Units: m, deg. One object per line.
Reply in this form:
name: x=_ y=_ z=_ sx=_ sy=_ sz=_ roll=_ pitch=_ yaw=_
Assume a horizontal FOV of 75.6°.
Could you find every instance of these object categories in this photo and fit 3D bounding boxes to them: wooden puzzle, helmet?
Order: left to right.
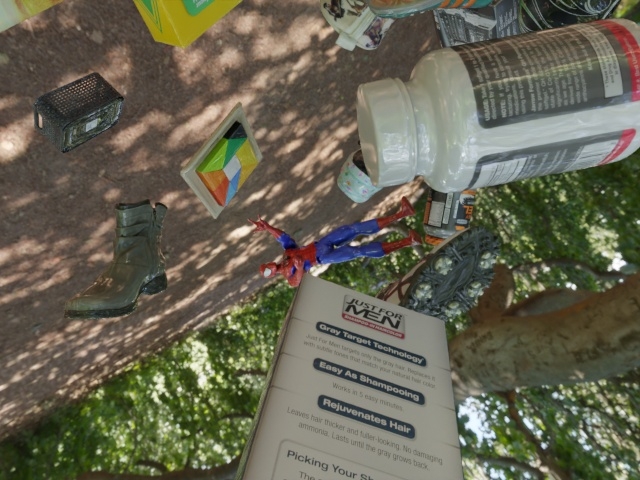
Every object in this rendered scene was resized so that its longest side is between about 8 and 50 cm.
wooden puzzle: x=-0.225 y=-0.185 z=1.014 sx=0.221 sy=0.044 sz=0.239 roll=-57 pitch=165 yaw=-18
helmet: x=0.452 y=-0.441 z=0.764 sx=0.169 sy=0.161 sz=0.169 roll=-45 pitch=164 yaw=-17

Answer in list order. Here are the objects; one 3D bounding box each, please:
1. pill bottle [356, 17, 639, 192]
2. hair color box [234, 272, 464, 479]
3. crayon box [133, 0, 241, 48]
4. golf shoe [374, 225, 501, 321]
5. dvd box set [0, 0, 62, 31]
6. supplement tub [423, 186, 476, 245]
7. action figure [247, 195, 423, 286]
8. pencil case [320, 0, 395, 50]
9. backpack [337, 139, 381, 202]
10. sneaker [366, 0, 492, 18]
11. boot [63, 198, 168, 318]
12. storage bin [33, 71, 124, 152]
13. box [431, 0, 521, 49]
pill bottle: x=0.213 y=-0.158 z=0.521 sx=0.317 sy=0.177 sz=0.176 roll=-10 pitch=167 yaw=-1
hair color box: x=0.020 y=0.196 z=0.350 sx=0.347 sy=0.173 sz=0.105 roll=-74 pitch=-175 yaw=-54
crayon box: x=-0.222 y=-0.596 z=0.741 sx=0.363 sy=0.106 sz=0.313 roll=-52 pitch=152 yaw=-22
golf shoe: x=0.136 y=0.078 z=0.599 sx=0.273 sy=0.105 sz=0.120 roll=-51 pitch=-157 yaw=10
dvd box set: x=-0.537 y=-0.465 z=0.625 sx=0.420 sy=0.062 sz=0.308 roll=-48 pitch=179 yaw=-25
supplement tub: x=0.332 y=-0.083 z=1.066 sx=0.117 sy=0.116 sz=0.191 roll=-14 pitch=113 yaw=-63
action figure: x=0.000 y=0.000 z=0.646 sx=0.280 sy=0.092 sz=0.139 roll=-22 pitch=149 yaw=24
pencil case: x=0.174 y=-0.569 z=0.807 sx=0.410 sy=0.159 sz=0.184 roll=-39 pitch=-152 yaw=37
backpack: x=0.127 y=-0.184 z=1.137 sx=0.115 sy=0.151 sz=0.182 roll=-59 pitch=172 yaw=34
sneaker: x=0.234 y=-0.447 z=0.720 sx=0.301 sy=0.108 sz=0.121 roll=-9 pitch=171 yaw=20
boot: x=-0.309 y=0.018 z=0.637 sx=0.083 sy=0.162 sz=0.246 roll=2 pitch=-171 yaw=2
storage bin: x=-0.580 y=-0.309 z=0.998 sx=0.122 sy=0.084 sz=0.180 roll=-36 pitch=-167 yaw=51
box: x=0.396 y=-0.496 z=1.037 sx=0.076 sy=0.243 sz=0.307 roll=-37 pitch=139 yaw=2
